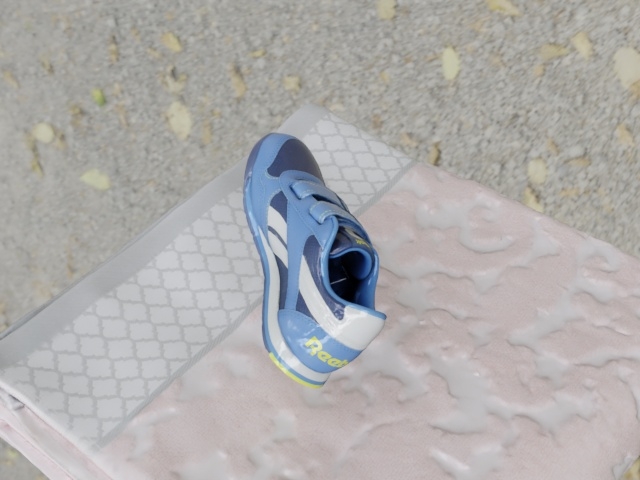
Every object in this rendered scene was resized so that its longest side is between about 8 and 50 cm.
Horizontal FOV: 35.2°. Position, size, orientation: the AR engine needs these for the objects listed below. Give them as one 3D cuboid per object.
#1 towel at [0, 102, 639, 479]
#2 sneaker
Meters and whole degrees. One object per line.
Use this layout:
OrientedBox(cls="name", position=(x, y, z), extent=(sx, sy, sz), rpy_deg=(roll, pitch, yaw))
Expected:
OrientedBox(cls="towel", position=(0.022, 0.061, 0.573), extent=(0.316, 0.332, 0.053), rpy_deg=(29, 139, 24))
OrientedBox(cls="sneaker", position=(0.000, 0.000, 0.509), extent=(0.059, 0.053, 0.144), rpy_deg=(-36, 52, 33))
